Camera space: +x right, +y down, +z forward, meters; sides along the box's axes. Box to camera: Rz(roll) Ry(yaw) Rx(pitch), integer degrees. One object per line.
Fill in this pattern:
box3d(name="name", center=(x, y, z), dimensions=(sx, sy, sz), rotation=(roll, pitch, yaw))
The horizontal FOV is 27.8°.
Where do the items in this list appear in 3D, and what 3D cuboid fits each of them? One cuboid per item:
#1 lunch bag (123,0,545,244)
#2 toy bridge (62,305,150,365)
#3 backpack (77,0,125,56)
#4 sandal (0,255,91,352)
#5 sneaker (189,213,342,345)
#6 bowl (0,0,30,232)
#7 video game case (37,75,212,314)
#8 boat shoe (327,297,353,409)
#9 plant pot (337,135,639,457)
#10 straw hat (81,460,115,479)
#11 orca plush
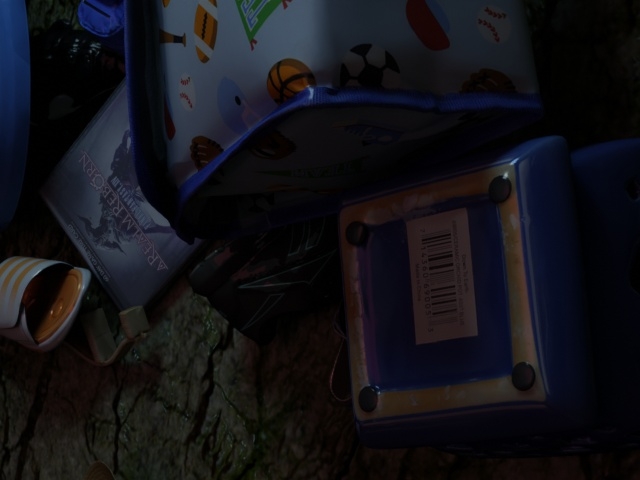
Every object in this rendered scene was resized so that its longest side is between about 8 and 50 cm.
box3d(name="lunch bag", center=(-0.037, -0.191, 1.043), dimensions=(0.385, 0.239, 0.327), rotation=(-26, 67, 60))
box3d(name="toy bridge", center=(-0.245, 0.107, 1.439), dimensions=(0.188, 0.026, 0.063), rotation=(-5, 105, 50))
box3d(name="backpack", center=(-0.211, -0.268, 1.411), dimensions=(0.098, 0.101, 0.120), rotation=(36, 94, 46))
box3d(name="sandal", center=(-0.357, 0.068, 1.490), dimensions=(0.265, 0.076, 0.102), rotation=(-3, 62, 52))
box3d(name="sneaker", center=(0.000, 0.000, 1.218), dimensions=(0.267, 0.101, 0.106), rotation=(-36, 89, 28))
box3d(name="bowl", center=(-0.431, -0.198, 1.535), dimensions=(0.391, 0.077, 0.391), rotation=(12, 103, 61))
box3d(name="video game case", center=(-0.178, -0.069, 1.385), dimensions=(0.274, 0.026, 0.196), rotation=(-46, 72, 28))
box3d(name="boat shoe", center=(0.045, 0.071, 1.166), dimensions=(0.066, 0.066, 0.183), rotation=(37, 109, 39))
box3d(name="plant pot", center=(0.148, 0.046, 0.978), dimensions=(0.236, 0.212, 0.236), rotation=(-13, 76, 42))
box3d(name="straw hat", center=(-0.208, 0.300, 1.373), dimensions=(0.144, 0.061, 0.144), rotation=(-8, 81, 59))
box3d(name="orca plush", center=(-0.316, -0.187, 1.503), dimensions=(0.287, 0.102, 0.151), rotation=(17, 97, 42))
